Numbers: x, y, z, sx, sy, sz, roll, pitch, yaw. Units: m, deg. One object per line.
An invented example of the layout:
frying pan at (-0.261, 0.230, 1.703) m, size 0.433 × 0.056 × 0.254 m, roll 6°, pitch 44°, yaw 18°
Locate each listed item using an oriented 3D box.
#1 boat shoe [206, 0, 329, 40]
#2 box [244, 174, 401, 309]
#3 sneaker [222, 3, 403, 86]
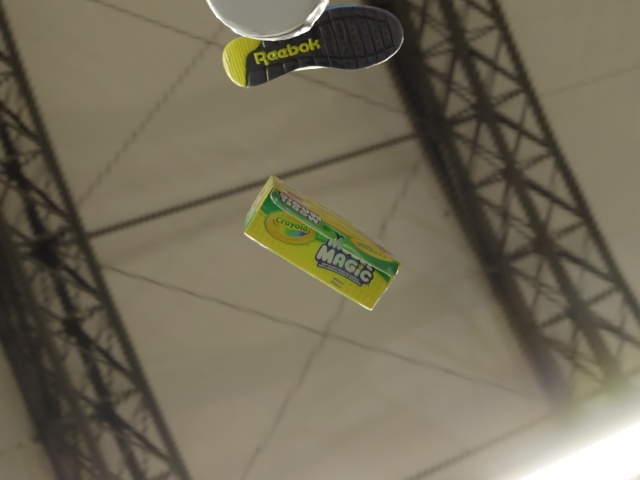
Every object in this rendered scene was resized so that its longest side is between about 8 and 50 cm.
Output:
boat shoe at (-0.013, -0.200, 0.698) m, size 0.076 × 0.080 × 0.228 m, roll -51°, pitch -40°, yaw -68°
box at (0.000, 0.000, 1.183) m, size 0.105 × 0.179 × 0.043 m, roll 32°, pitch -89°, yaw -4°
sneaker at (-0.005, -0.162, 1.347) m, size 0.144 × 0.059 × 0.053 m, roll -7°, pitch -72°, yaw 10°
